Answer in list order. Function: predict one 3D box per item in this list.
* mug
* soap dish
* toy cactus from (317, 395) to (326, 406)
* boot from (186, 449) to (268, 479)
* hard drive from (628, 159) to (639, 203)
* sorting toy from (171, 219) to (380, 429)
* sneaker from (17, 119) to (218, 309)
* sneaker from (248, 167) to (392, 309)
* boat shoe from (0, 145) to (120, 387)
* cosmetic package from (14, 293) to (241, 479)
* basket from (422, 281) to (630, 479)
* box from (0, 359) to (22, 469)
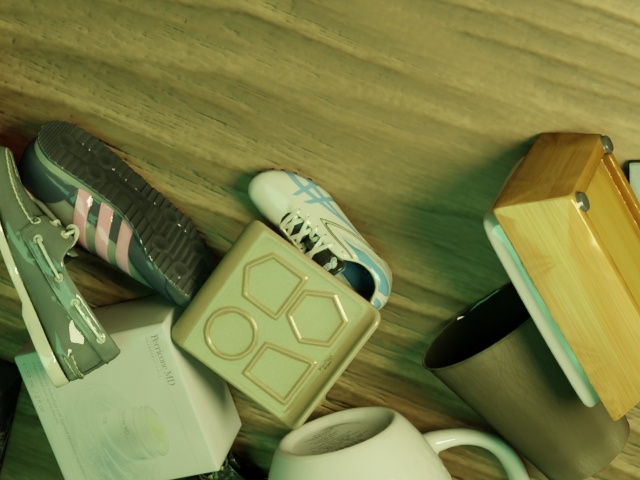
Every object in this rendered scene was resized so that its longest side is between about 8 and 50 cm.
[{"bbox_3d":[0.110,0.384,1.673,0.374,0.276,0.328,-19,100,-14],"label":"mug"},{"bbox_3d":[0.322,0.028,1.486,0.118,0.229,0.290,-24,104,32],"label":"soap dish"},{"bbox_3d":[-0.042,0.146,1.694,0.219,0.112,0.180,-15,126,14],"label":"toy cactus"},{"bbox_3d":[-0.200,0.363,1.793,0.263,0.091,0.229,34,114,-27],"label":"boot"},{"bbox_3d":[0.446,-0.054,1.546,0.135,0.022,0.094,-2,110,12],"label":"hard drive"},{"bbox_3d":[-0.057,0.106,1.602,0.208,0.038,0.193,37,101,4],"label":"sorting toy"},{"bbox_3d":[-0.270,-0.012,1.674,0.319,0.112,0.131,46,128,-3],"label":"sneaker"},{"bbox_3d":[0.000,0.000,1.623,0.237,0.086,0.085,44,114,-5],"label":"sneaker"},{"bbox_3d":[-0.344,0.021,1.599,0.099,0.116,0.319,-20,87,-6],"label":"boat shoe"},{"bbox_3d":[-0.257,0.207,1.726,0.225,0.138,0.224,-14,107,15],"label":"cosmetic package"},{"bbox_3d":[0.276,0.185,1.607,0.204,0.154,0.227,-33,105,15],"label":"basket"},{"bbox_3d":[-0.582,0.345,1.731,0.179,0.343,0.312,20,114,5],"label":"box"}]
